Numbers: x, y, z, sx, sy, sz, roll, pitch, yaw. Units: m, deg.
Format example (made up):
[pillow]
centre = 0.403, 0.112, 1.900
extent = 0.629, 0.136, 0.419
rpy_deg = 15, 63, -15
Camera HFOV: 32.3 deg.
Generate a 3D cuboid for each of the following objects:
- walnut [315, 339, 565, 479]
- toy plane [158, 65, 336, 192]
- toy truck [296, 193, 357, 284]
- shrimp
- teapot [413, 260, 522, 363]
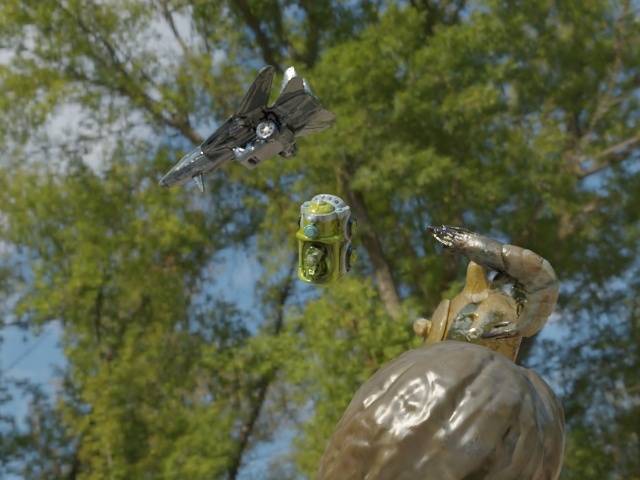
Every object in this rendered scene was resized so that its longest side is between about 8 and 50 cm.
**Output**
[walnut]
centre = 0.087, 0.185, 0.883
extent = 0.230, 0.178, 0.178
rpy_deg = -53, -39, 5
[toy plane]
centre = -0.114, -0.134, 1.569
extent = 0.267, 0.088, 0.212
rpy_deg = -35, -28, 9
[toy truck]
centre = 0.000, 0.000, 1.384
extent = 0.076, 0.077, 0.111
rpy_deg = 7, -67, 22
[shrimp]
centre = 0.216, 0.061, 1.466
extent = 0.035, 0.195, 0.147
rpy_deg = -40, -33, -50
[teapot]
centre = 0.230, 0.178, 1.837
extent = 0.167, 0.203, 0.311
rpy_deg = 19, -75, 0
